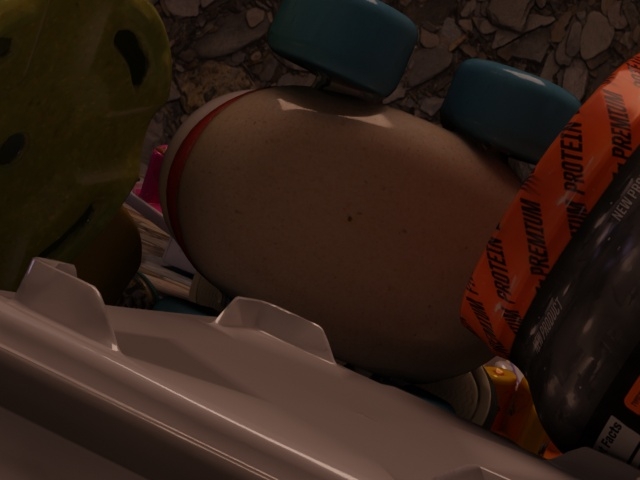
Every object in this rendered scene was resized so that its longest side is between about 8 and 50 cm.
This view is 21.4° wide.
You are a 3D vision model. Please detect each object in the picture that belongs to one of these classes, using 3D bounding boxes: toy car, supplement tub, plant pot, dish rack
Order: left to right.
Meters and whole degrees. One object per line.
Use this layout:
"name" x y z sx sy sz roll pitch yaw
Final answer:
"plant pot" -0.217 -0.102 0.798 0.254 0.276 0.276 36 8 25
"plant pot" -0.142 0.006 0.893 0.081 0.081 0.083 24 -12 35
"toy car" -0.006 -0.018 0.962 0.210 0.219 0.238 22 2 -23
"dish rack" 0.008 0.084 0.645 0.285 0.072 0.333 22 1 18
"supplement tub" 0.245 0.070 0.771 0.338 0.207 0.207 37 6 15

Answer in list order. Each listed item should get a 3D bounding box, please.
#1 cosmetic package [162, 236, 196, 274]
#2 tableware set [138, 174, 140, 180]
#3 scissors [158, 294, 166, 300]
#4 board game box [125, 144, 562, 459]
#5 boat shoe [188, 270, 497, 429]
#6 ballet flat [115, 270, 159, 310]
"cosmetic package" 0.000 0.000 1.558 0.224 0.138 0.224 23 4 7
"tableware set" -0.253 -0.051 1.323 0.128 0.039 0.194 -18 -32 37
"scissors" -0.065 0.059 1.162 0.297 0.021 0.109 21 5 -13
"board game box" 0.117 0.024 1.264 0.390 0.050 0.390 34 25 31
"boat shoe" 0.023 0.064 1.037 0.233 0.084 0.079 25 -5 40
"ballet flat" -0.134 0.029 1.001 0.041 0.041 0.114 21 3 -33
